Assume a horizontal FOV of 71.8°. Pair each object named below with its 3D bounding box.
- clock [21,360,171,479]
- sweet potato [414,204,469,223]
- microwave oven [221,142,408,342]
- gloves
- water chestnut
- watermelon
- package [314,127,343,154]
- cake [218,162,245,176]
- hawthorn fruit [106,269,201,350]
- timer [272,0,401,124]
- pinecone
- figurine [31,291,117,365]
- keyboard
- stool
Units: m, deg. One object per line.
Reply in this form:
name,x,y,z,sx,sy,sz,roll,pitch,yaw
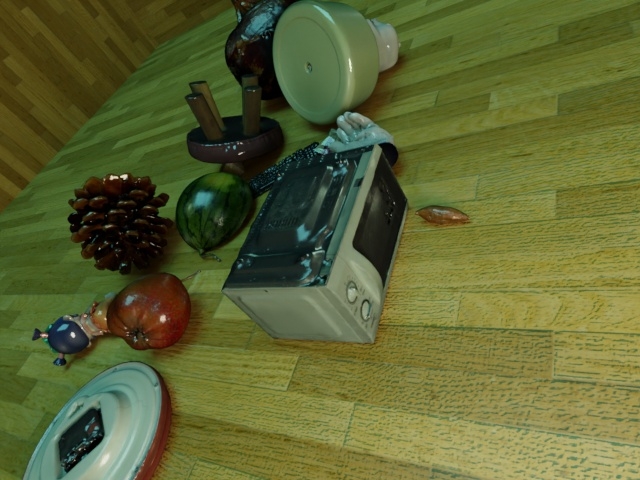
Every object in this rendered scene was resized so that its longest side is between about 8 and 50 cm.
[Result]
clock,-0.404,0.360,0.783,0.319,0.080,0.318,-21,42,20
sweet potato,0.209,-0.043,0.757,0.095,0.034,0.034,12,59,31
microwave oven,0.000,0.000,0.754,0.238,0.181,0.295,-5,49,33
gloves,0.089,-0.211,0.967,0.119,0.097,0.229,-32,43,-1
water chestnut,-0.160,-0.635,1.397,0.335,0.347,0.335,-41,-2,-2
watermelon,-0.281,-0.081,1.097,0.204,0.127,0.232,10,63,39
package,0.029,-0.241,1.093,0.059,0.029,0.083,28,71,24
cake,-0.272,-0.186,1.273,0.121,0.065,0.052,-46,33,27
hawthorn fruit,-0.339,0.127,0.924,0.163,0.162,0.203,-22,26,19
timer,0.081,-0.490,1.162,0.315,0.290,0.291,-31,32,-32
pinecone,-0.510,-0.031,1.134,0.264,0.264,0.264,-21,41,20
figurine,-0.567,0.202,1.043,0.195,0.111,0.102,-30,19,10
keyboard,-0.098,-0.180,1.138,0.231,0.023,0.072,-29,41,11
stool,-0.246,-0.339,1.218,0.272,0.178,0.272,-5,32,3
